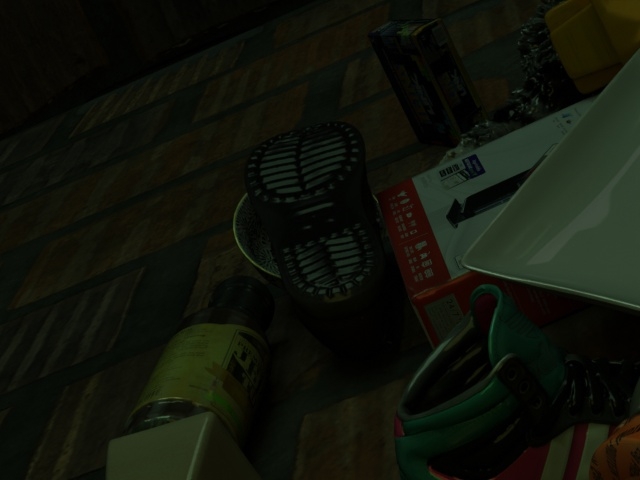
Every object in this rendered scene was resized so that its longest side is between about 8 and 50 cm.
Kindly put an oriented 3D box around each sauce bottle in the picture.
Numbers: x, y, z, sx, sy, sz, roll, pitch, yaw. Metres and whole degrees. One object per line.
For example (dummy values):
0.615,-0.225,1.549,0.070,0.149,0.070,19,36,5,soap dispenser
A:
-0.108,0.133,1.533,0.111,0.111,0.344,-20,20,17,sauce bottle

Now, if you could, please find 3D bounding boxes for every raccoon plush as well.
0.282,-0.232,1.906,0.446,0.216,0.299,-28,10,-6,raccoon plush

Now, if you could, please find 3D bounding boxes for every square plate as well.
0.350,-0.036,1.314,0.347,0.049,0.344,16,51,38,square plate

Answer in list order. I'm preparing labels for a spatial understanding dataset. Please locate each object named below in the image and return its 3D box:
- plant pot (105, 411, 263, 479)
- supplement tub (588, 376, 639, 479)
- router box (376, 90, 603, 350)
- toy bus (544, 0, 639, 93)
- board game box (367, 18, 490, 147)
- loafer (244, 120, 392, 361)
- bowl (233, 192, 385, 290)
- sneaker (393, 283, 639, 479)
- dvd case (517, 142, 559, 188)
-0.119,0.226,1.318,0.109,0.109,0.096,-18,33,22,plant pot
0.321,0.092,0.932,0.316,0.193,0.194,-35,20,-25,supplement tub
0.222,-0.027,1.577,0.301,0.082,0.335,-25,18,4,router box
0.396,-0.267,1.636,0.333,0.108,0.130,-26,-1,23,toy bus
0.143,-0.205,2.041,0.048,0.170,0.141,-34,18,-18,board game box
0.000,0.000,1.645,0.134,0.130,0.366,-13,34,4,loafer
-0.013,0.006,1.765,0.170,0.080,0.170,1,48,-1,bowl
0.178,0.103,1.118,0.296,0.178,0.124,-26,18,0,sneaker
0.260,-0.080,1.517,0.119,0.013,0.087,-9,24,39,dvd case
